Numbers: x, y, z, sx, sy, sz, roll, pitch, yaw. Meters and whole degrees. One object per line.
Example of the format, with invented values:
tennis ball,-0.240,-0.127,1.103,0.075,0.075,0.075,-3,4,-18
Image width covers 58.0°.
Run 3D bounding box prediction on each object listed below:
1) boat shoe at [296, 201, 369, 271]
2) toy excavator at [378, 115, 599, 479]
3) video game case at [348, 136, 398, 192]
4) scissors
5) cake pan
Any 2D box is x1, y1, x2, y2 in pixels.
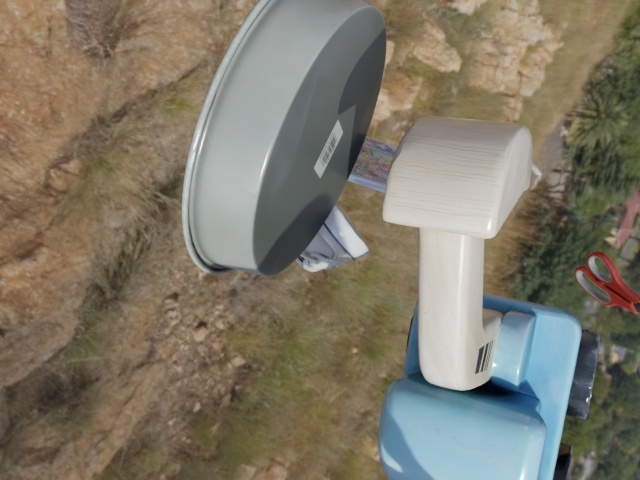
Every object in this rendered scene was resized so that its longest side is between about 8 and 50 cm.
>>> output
boat shoe,0.000,0.000,0.792,0.088,0.096,0.267,-35,-177,-3
toy excavator,0.155,0.131,0.577,0.445,0.222,0.434,5,96,-65
video game case,0.077,-0.093,0.717,0.122,0.087,0.011,-81,-170,-56
scissors,0.604,0.132,1.086,0.021,0.297,0.109,-23,141,-22
cake pan,-0.017,-0.093,0.526,0.293,0.054,0.293,-59,166,-25
